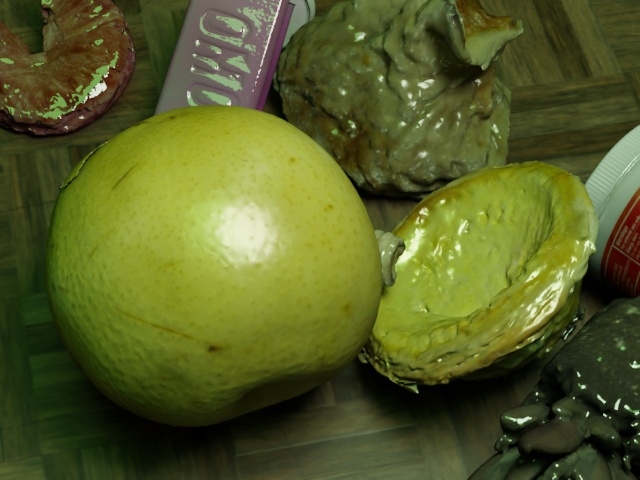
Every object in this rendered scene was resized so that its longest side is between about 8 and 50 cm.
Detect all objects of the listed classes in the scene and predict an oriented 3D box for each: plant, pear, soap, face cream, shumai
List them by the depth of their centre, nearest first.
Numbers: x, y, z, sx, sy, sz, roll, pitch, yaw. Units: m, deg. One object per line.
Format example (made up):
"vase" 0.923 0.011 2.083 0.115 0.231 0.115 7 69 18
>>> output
"pear" -0.113 0.025 1.468 0.348 0.348 0.348 2 56 -3
"plant" 0.283 0.204 1.470 0.181 0.194 0.321 28 56 18
"face cream" 0.406 -0.009 1.602 0.201 0.201 0.187 -36 56 -25
"shumai" 0.092 -0.218 1.696 0.314 0.262 0.267 19 56 10
"soap" -0.117 -0.211 1.731 0.122 0.065 0.203 16 89 7

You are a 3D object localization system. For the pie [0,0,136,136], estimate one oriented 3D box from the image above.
"pie" -0.335 -0.227 1.771 0.218 0.054 0.204 -41 73 -17

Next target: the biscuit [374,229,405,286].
"biscuit" 0.000 0.000 1.625 0.219 0.055 0.061 15 91 35

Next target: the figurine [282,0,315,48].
"figurine" -0.076 -0.334 1.852 0.132 0.132 0.154 0 44 -5

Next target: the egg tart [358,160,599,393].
"egg tart" 0.182 0.048 1.565 0.315 0.120 0.315 -29 34 22
